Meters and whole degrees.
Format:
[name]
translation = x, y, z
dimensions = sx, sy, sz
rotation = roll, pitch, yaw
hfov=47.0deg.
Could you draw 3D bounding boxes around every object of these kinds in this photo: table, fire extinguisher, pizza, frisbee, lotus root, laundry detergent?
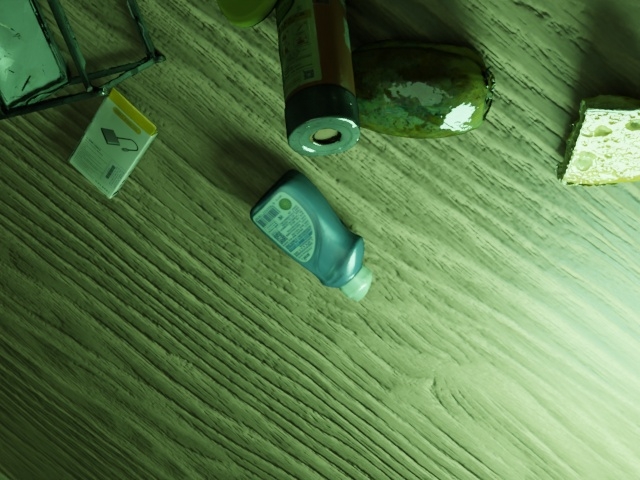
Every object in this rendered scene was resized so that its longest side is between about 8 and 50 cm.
[table]
translation = -0.504, -0.435, 1.354
dimensions = 0.272, 0.222, 0.335
rotation = -6, 117, 27
[fire extinguisher]
translation = -0.031, -0.309, 1.181
dimensions = 0.113, 0.376, 0.200
rotation = 16, 150, -40
[pizza]
translation = 0.485, -0.162, 1.160
dimensions = 0.204, 0.081, 0.188
rotation = 3, 144, 12
[frisbee]
translation = -0.112, -0.467, 1.195
dimensions = 0.236, 0.017, 0.236
rotation = 0, 90, 50
[lotus root]
translation = 0.143, -0.245, 1.213
dimensions = 0.274, 0.152, 0.160
rotation = 10, 133, 22
[laundry detergent]
translation = 0.000, 0.000, 1.472
dimensions = 0.290, 0.094, 0.143
rotation = 45, 121, -10

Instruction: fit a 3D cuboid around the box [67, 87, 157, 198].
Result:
[box]
translation = -0.443, -0.208, 1.581
dimensions = 0.129, 0.033, 0.247
rotation = 44, 127, -4
